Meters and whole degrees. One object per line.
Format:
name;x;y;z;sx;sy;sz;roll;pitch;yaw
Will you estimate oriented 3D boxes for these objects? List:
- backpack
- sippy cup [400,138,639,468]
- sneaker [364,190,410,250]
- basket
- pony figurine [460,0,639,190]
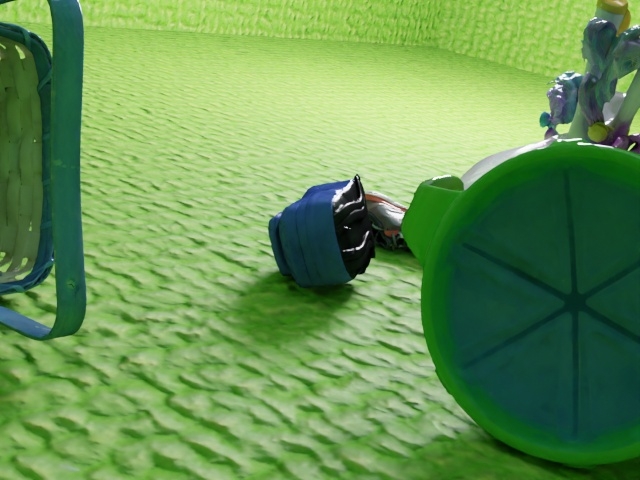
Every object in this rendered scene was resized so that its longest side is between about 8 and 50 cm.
backpack;0.000;0.000;1.005;0.101;0.098;0.120;-16;12;15
sippy cup;0.228;0.046;0.812;0.240;0.305;0.224;-30;-13;25
sneaker;0.101;-0.006;1.174;0.158;0.061;0.065;15;45;17
basket;-0.281;-0.069;0.786;0.289;0.254;0.201;11;11;43
pony figurine;0.368;-0.131;1.325;0.303;0.363;0.351;23;36;15
